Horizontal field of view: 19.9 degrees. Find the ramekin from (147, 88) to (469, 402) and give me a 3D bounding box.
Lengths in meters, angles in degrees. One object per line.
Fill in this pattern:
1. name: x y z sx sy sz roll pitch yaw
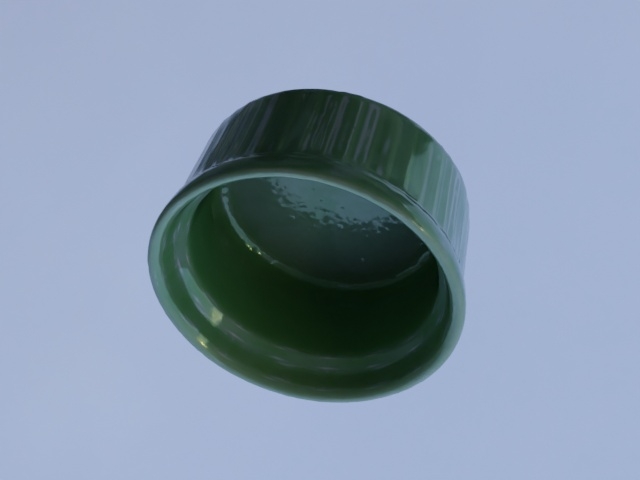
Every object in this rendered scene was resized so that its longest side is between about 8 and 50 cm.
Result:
1. ramekin: 0.000 0.000 1.741 0.303 0.303 0.148 -7 -140 24
